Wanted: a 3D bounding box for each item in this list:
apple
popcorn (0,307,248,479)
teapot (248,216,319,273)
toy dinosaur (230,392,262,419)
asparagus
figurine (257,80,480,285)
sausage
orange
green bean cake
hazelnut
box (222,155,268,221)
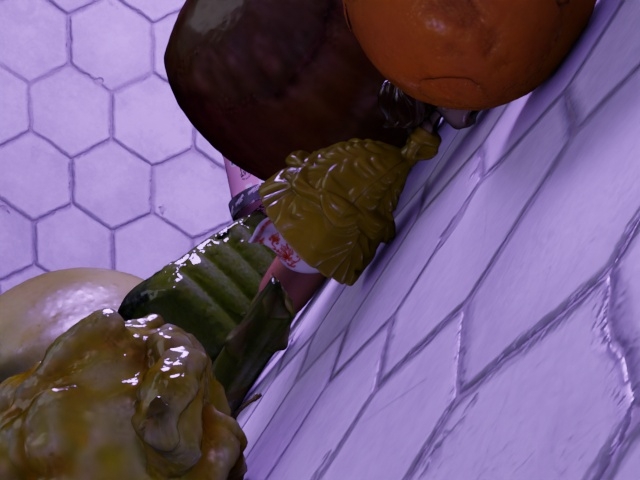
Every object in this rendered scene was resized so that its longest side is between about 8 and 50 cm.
[{"bbox_3d":[-0.463,0.277,2.325,0.473,0.474,0.473,-56,3,5],"label":"apple"},{"bbox_3d":[-0.216,0.213,1.275,0.335,0.279,0.274,35,-133,-77],"label":"popcorn"},{"bbox_3d":[0.021,-0.027,1.634,0.245,0.116,0.159,-35,-23,-44],"label":"teapot"},{"bbox_3d":[-0.145,0.278,1.702,0.180,0.037,0.058,-55,-1,-4],"label":"toy dinosaur"},{"bbox_3d":[-0.104,0.157,1.819,0.343,0.085,0.082,-58,44,41],"label":"asparagus"},{"bbox_3d":[0.095,-0.113,1.401,0.315,0.168,0.187,-44,-21,16],"label":"figurine"},{"bbox_3d":[0.000,0.001,1.896,0.289,0.086,0.086,-53,4,18],"label":"sausage"},{"bbox_3d":[0.135,-0.236,1.115,0.240,0.240,0.240,-56,3,5],"label":"orange"},{"bbox_3d":[-0.199,0.119,2.089,0.319,0.218,0.335,-49,-5,41],"label":"green bean cake"},{"bbox_3d":[0.004,-0.266,1.720,0.420,0.421,0.353,-56,36,6],"label":"hazelnut"},{"bbox_3d":[-0.098,-0.116,2.134,0.151,0.135,0.151,-15,-15,-4],"label":"box"}]
